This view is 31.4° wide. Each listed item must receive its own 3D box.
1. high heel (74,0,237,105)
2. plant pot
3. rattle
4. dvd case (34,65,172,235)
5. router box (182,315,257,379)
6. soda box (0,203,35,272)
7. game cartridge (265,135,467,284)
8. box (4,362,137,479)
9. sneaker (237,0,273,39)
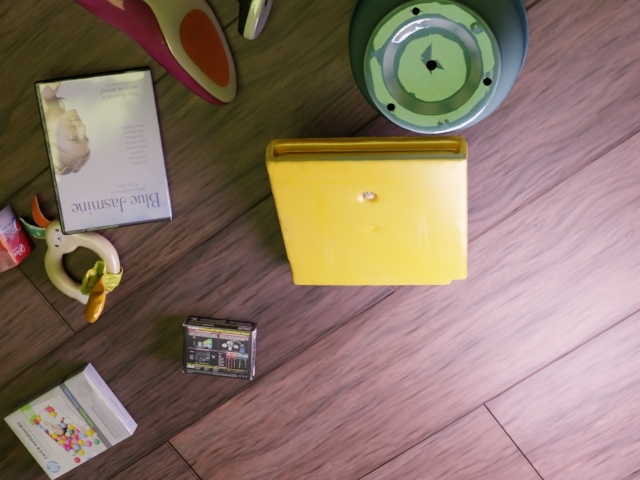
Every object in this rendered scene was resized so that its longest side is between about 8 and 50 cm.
[{"bbox_3d":[-0.286,-0.344,1.736,0.181,0.127,0.377,-19,113,43],"label":"high heel"},{"bbox_3d":[0.163,-0.267,1.601,0.272,0.255,0.271,2,109,6],"label":"plant pot"},{"bbox_3d":[-0.426,0.033,1.851,0.130,0.142,0.199,-25,112,34],"label":"rattle"},{"bbox_3d":[-0.342,-0.140,1.810,0.180,0.022,0.253,-9,109,-8],"label":"dvd case"},{"bbox_3d":[-0.170,0.181,1.918,0.122,0.038,0.092,6,111,5],"label":"router box"},{"bbox_3d":[-0.617,0.039,1.903,0.263,0.083,0.092,-24,104,15],"label":"soda box"},{"bbox_3d":[0.079,-0.037,1.716,0.285,0.052,0.323,0,146,7],"label":"game cartridge"},{"bbox_3d":[-0.440,0.319,2.003,0.186,0.038,0.145,-30,103,17],"label":"box"},{"bbox_3d":[-0.123,-0.416,1.687,0.121,0.079,0.217,15,102,5],"label":"sneaker"}]
